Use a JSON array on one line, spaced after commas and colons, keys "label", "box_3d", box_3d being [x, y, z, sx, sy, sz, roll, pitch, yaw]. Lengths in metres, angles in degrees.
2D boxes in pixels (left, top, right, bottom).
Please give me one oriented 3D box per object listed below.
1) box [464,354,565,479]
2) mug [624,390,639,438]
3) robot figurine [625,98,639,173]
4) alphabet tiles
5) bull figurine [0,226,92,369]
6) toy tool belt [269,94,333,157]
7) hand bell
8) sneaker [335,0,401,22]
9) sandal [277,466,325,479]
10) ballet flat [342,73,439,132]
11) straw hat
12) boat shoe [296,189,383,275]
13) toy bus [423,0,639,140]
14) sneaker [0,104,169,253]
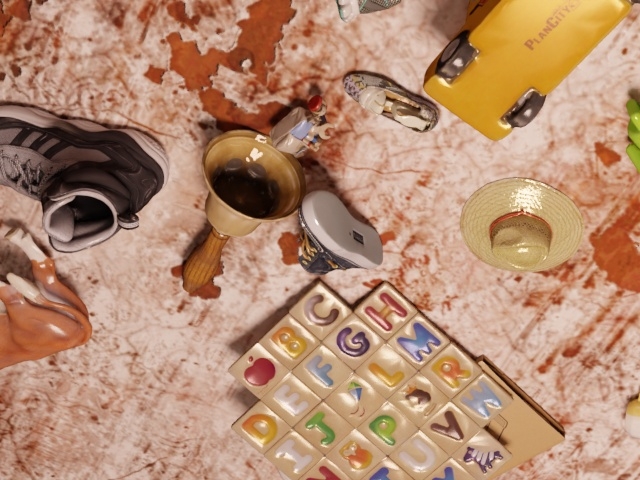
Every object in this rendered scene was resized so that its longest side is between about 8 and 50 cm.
[{"label": "box", "box_3d": [0.189, 0.248, 1.809, 0.164, 0.021, 0.201, 42, 123, -19]}, {"label": "mug", "box_3d": [0.414, 0.216, 1.730, 0.064, 0.078, 0.062, 6, 160, 17]}, {"label": "robot figurine", "box_3d": [0.373, -0.110, 1.479, 0.101, 0.067, 0.115, -39, 112, 19]}, {"label": "alphabet tiles", "box_3d": [0.064, 0.218, 1.757, 0.342, 0.011, 0.285, 42, 108, -12]}, {"label": "bull figurine", "box_3d": [-0.437, 0.106, 1.771, 0.310, 0.101, 0.188, -19, 119, 23]}, {"label": "toy tool belt", "box_3d": [-0.013, -0.126, 1.557, 0.083, 0.052, 0.051, -39, 136, 26]}, {"label": "hand bell", "box_3d": [-0.119, -0.010, 1.643, 0.126, 0.126, 0.242, 26, 139, -9]}, {"label": "sneaker", "box_3d": [0.050, -0.304, 1.411, 0.076, 0.065, 0.166, -7, 129, -4]}, {"label": "sandal", "box_3d": [-0.022, 0.264, 1.825, 0.102, 0.076, 0.265, 0, 126, 11]}, {"label": "ballet flat", "box_3d": [0.077, -0.149, 1.524, 0.114, 0.041, 0.041, 22, 127, -6]}, {"label": "straw hat", "box_3d": [0.230, 0.001, 1.592, 0.145, 0.061, 0.144, 5, 128, 7]}, {"label": "boat shoe", "box_3d": [0.000, 0.000, 1.592, 0.083, 0.065, 0.183, -13, 156, 22]}, {"label": "toy bus", "box_3d": [0.240, -0.254, 1.358, 0.108, 0.130, 0.332, 33, 125, -15]}, {"label": "sneaker", "box_3d": [-0.317, -0.070, 1.585, 0.269, 0.153, 0.101, 8, 127, 5]}]
